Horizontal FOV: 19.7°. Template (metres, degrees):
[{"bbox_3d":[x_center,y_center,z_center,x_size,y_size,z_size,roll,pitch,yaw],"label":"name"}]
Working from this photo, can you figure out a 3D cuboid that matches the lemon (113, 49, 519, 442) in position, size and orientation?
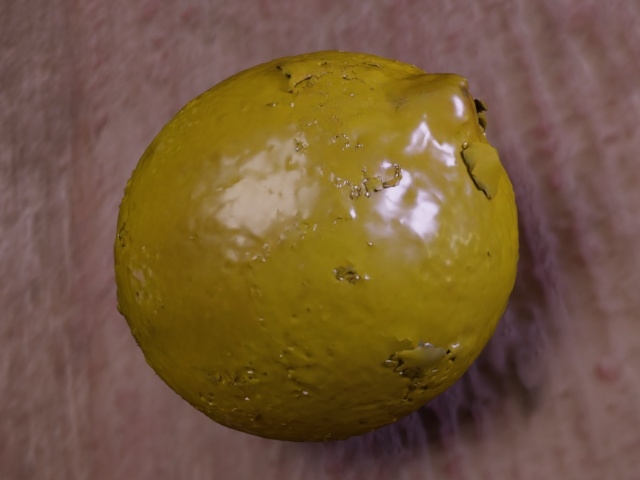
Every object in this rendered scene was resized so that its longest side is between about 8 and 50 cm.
[{"bbox_3d":[0.000,0.000,0.825,0.206,0.173,0.173,-39,41,34],"label":"lemon"}]
